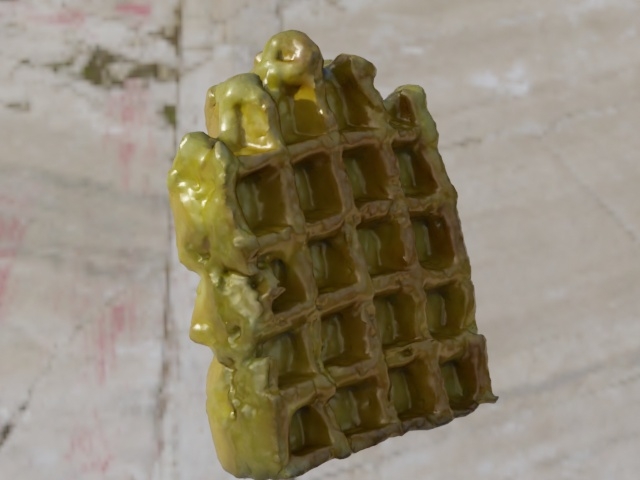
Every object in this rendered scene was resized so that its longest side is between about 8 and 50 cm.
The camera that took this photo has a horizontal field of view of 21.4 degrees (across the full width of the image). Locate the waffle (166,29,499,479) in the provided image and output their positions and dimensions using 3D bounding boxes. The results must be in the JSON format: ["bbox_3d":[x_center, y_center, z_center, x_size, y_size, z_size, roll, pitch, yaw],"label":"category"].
[{"bbox_3d":[0.000,0.000,0.846,0.160,0.211,0.055,-15,4,-42],"label":"waffle"}]
